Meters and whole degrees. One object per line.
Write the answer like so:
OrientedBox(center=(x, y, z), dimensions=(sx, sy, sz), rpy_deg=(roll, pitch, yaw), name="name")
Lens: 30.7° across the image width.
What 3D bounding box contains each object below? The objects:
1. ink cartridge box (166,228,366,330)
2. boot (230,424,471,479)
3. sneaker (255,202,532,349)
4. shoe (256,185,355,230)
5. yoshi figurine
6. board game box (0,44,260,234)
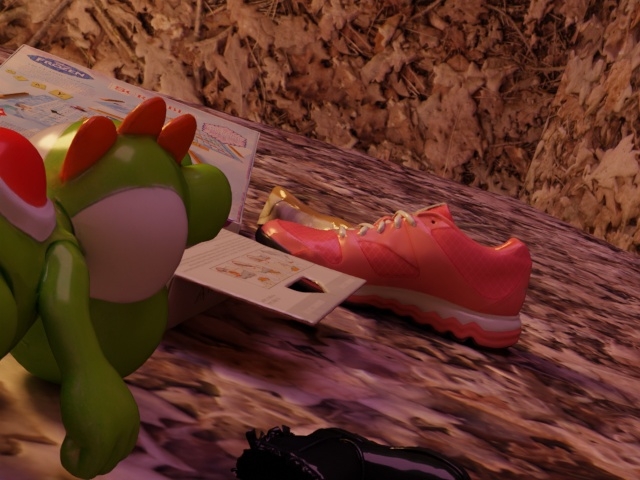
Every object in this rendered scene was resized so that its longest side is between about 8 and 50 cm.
OrientedBox(center=(-0.098, 0.036, 1.022), dimensions=(0.239, 0.060, 0.275), rpy_deg=(21, 9, 8), name="ink cartridge box")
OrientedBox(center=(0.017, 0.139, 0.677), dimensions=(0.121, 0.045, 0.099), rpy_deg=(15, 4, 28), name="boot")
OrientedBox(center=(0.086, 0.012, 1.291), dimensions=(0.314, 0.136, 0.116), rpy_deg=(18, 8, -4), name="sneaker")
OrientedBox(center=(0.000, 0.000, 1.478), dimensions=(0.219, 0.058, 0.076), rpy_deg=(32, -15, 41), name="shoe")
OrientedBox(center=(-0.183, 0.040, 0.642), dimensions=(0.203, 0.203, 0.362), rpy_deg=(-23, 0, 34), name="yoshi figurine")
OrientedBox(center=(-0.235, -0.104, 1.324), dimensions=(0.319, 0.066, 0.318), rpy_deg=(21, 21, -7), name="board game box")
